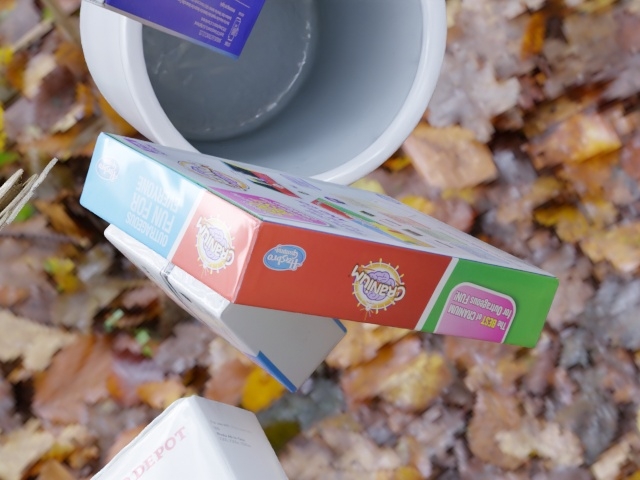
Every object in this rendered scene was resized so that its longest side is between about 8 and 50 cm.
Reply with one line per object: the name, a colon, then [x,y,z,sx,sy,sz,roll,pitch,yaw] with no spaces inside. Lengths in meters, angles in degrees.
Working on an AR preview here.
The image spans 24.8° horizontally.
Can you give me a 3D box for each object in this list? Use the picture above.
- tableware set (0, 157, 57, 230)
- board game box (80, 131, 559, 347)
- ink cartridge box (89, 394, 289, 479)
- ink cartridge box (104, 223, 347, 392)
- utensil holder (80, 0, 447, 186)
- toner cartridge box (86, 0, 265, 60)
tableware set: [-0.353,-0.029,1.541,0.128,0.039,0.194,-42,13,18]
board game box: [0.000,0.000,1.182,0.242,0.316,0.064,29,104,50]
ink cartridge box: [-0.083,0.246,1.080,0.154,0.093,0.212,-43,57,16]
ink cartridge box: [-0.092,0.038,1.395,0.086,0.148,0.203,-50,45,-9]
utensil holder: [-0.083,-0.228,1.576,0.327,0.328,0.385,-41,18,-7]
toner cartridge box: [-0.151,-0.204,0.999,0.165,0.348,0.075,25,96,8]
